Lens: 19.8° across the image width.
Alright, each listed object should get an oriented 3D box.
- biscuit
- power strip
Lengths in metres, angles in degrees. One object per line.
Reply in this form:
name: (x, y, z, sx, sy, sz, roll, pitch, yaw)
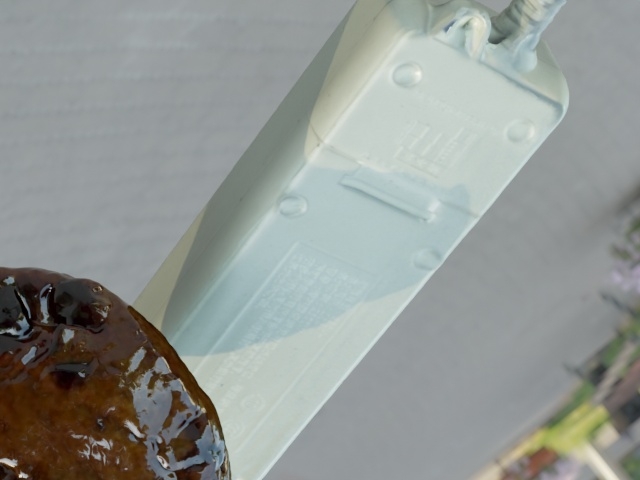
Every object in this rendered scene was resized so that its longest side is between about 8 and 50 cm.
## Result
biscuit: (-0.133, 0.103, 0.804, 0.192, 0.192, 0.049, -39, -177, 5)
power strip: (0.000, 0.000, 0.846, 0.098, 0.058, 0.338, 24, 121, -25)
